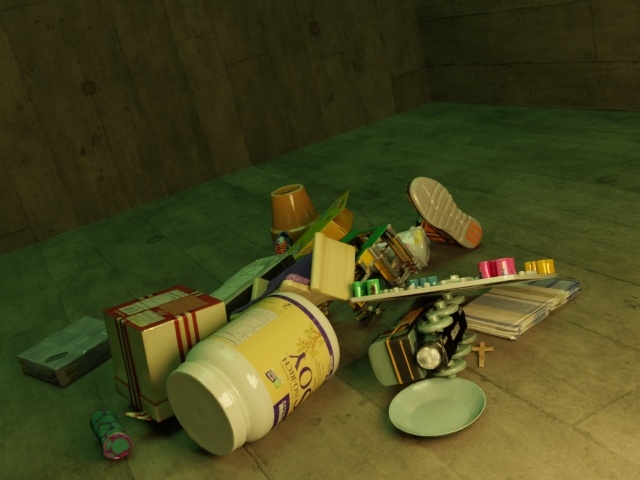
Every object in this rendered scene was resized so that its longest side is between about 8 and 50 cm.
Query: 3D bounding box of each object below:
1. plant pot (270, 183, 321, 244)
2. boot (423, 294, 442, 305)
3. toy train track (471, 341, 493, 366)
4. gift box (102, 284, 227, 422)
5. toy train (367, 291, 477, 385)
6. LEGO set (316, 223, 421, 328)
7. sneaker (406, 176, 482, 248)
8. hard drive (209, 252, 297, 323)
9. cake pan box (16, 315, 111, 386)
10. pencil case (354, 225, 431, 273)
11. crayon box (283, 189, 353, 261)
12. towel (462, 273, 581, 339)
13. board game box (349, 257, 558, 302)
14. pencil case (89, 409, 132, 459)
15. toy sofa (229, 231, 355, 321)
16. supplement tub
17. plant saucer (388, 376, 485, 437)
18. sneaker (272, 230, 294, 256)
[{"bbox_3d":[-0.102,-0.103,2.608,0.205,0.188,0.205,-13,20,5],"label":"plant pot"},{"bbox_3d":[0.282,0.177,1.787,0.121,0.045,0.099,-6,22,2],"label":"boot"},{"bbox_3d":[0.362,0.258,1.560,0.048,0.014,0.083,-1,28,15],"label":"toy train track"},{"bbox_3d":[-0.378,0.278,1.663,0.276,0.258,0.255,-18,19,-32],"label":"gift box"},{"bbox_3d":[0.230,0.216,1.543,0.190,0.142,0.334,-16,5,22],"label":"toy train"},{"bbox_3d":[0.124,0.117,1.938,0.254,0.192,0.331,-21,24,46],"label":"LEGO set"},{"bbox_3d":[0.333,-0.073,2.121,0.180,0.321,0.125,2,57,54],"label":"sneaker"},{"bbox_3d":[-0.243,0.159,2.023,0.339,0.064,0.236,-38,13,-30],"label":"hard drive"},{"bbox_3d":[-0.733,0.323,2.089,0.245,0.070,0.266,5,28,39],"label":"cake pan box"},{"bbox_3d":[0.197,0.035,2.117,0.272,0.124,0.113,-10,23,17],"label":"pencil case"},{"bbox_3d":[0.000,0.000,2.185,0.318,0.081,0.202,-45,10,21],"label":"crayon box"},{"bbox_3d":[0.481,0.157,1.718,0.284,0.034,0.209,-26,20,-33],"label":"towel"},{"bbox_3d":[0.324,0.094,1.661,0.389,0.051,0.390,-11,-8,32],"label":"board game box"},{"bbox_3d":[-0.478,0.440,1.580,0.064,0.070,0.151,-21,20,-25],"label":"pencil case"},{"bbox_3d":[-0.079,0.114,1.759,0.177,0.150,0.362,19,-31,-24],"label":"toy sofa"},{"bbox_3d":[-0.142,0.283,1.514,0.240,0.241,0.331,4,27,42],"label":"supplement tub"},{"bbox_3d":[0.234,0.341,1.388,0.194,0.038,0.195,-12,20,4],"label":"plant saucer"},{"bbox_3d":[-0.136,0.032,2.416,0.083,0.087,0.221,-14,19,4],"label":"sneaker"}]
